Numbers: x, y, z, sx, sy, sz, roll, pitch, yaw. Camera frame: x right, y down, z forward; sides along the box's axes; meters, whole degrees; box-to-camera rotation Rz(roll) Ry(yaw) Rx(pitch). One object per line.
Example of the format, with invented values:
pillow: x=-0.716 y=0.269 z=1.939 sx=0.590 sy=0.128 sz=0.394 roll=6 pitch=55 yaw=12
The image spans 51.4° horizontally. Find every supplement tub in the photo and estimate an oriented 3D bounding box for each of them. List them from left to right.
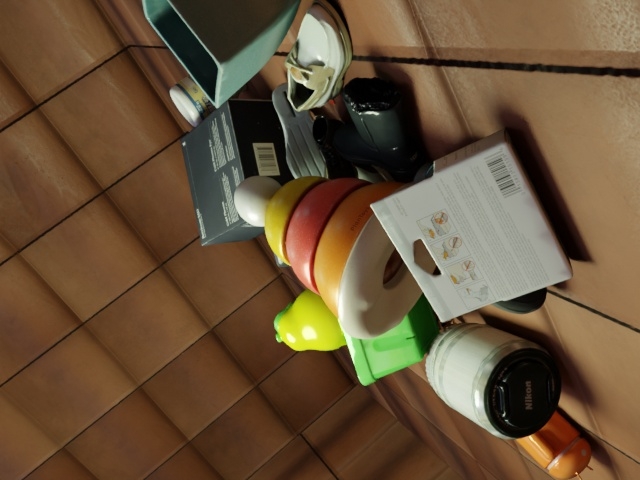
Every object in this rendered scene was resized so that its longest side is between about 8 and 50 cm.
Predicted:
supplement tub: x=-0.341 y=-0.456 z=2.031 sx=0.144 sy=0.200 sz=0.144 roll=49 pitch=168 yaw=14

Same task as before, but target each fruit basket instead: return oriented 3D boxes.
fruit basket: x=0.079 y=0.179 z=1.732 sx=0.392 sy=0.392 sz=0.283 roll=50 pitch=-149 yaw=5

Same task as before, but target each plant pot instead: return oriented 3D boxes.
plant pot: x=-0.177 y=-0.461 z=1.305 sx=0.248 sy=0.252 sz=0.247 roll=52 pitch=168 yaw=-2

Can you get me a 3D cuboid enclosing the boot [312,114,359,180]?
boot: x=0.024 y=-0.182 z=1.508 sx=0.137 sy=0.077 sz=0.198 roll=-1 pitch=-101 yaw=-68

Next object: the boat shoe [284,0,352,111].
boat shoe: x=-0.012 y=-0.357 z=1.351 sx=0.113 sy=0.103 sz=0.302 roll=49 pitch=166 yaw=16

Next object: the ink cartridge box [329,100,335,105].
ink cartridge box: x=-0.016 y=-0.351 z=1.564 sx=0.115 sy=0.029 sz=0.063 roll=39 pitch=162 yaw=46

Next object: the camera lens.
camera lens: x=0.395 y=0.315 z=1.537 sx=0.219 sy=0.219 sz=0.274 roll=55 pitch=167 yaw=-17

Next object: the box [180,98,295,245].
box: x=-0.235 y=-0.191 z=1.924 sx=0.312 sy=0.179 sz=0.343 roll=-21 pitch=79 yaw=51

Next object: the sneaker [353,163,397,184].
sneaker: x=0.145 y=-0.082 z=1.564 sx=0.271 sy=0.108 sz=0.100 roll=56 pitch=169 yaw=8

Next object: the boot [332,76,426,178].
boot: x=0.091 y=-0.242 z=1.329 sx=0.246 sy=0.094 sz=0.207 roll=31 pitch=160 yaw=42

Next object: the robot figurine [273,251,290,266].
robot figurine: x=0.000 y=-0.003 z=1.940 sx=0.173 sy=0.278 sz=0.209 roll=65 pitch=-163 yaw=-65

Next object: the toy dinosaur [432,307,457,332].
toy dinosaur: x=0.284 y=0.207 z=1.834 sx=0.218 sy=0.164 sz=0.322 roll=124 pitch=130 yaw=-60

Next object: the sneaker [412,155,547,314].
sneaker: x=0.302 y=-0.005 z=1.195 sx=0.341 sy=0.125 sz=0.139 roll=50 pitch=160 yaw=-7

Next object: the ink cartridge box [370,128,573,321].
ink cartridge box: x=0.253 y=-0.013 z=1.110 sx=0.275 sy=0.239 sz=0.060 roll=57 pitch=-154 yaw=-22

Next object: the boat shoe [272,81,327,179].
boat shoe: x=-0.037 y=-0.255 z=1.662 sx=0.094 sy=0.109 sz=0.302 roll=37 pitch=-145 yaw=-67

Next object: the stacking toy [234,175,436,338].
stacking toy: x=0.002 y=-0.036 z=1.458 sx=0.480 sy=0.350 sz=0.350 roll=28 pitch=157 yaw=31

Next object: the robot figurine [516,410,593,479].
robot figurine: x=0.570 y=0.491 z=1.638 sx=0.219 sy=0.128 sz=0.158 roll=46 pitch=164 yaw=29
